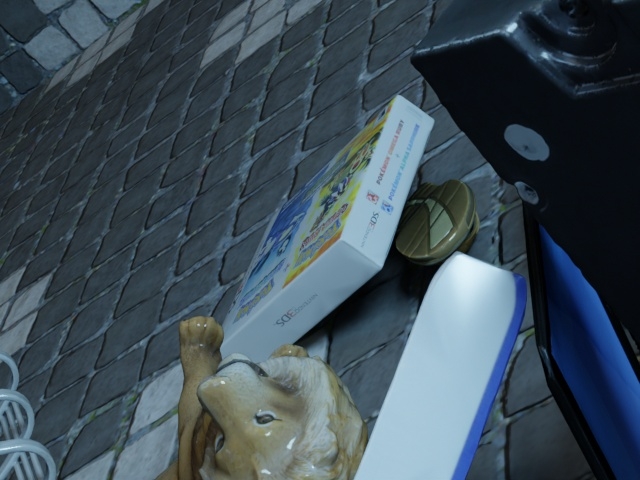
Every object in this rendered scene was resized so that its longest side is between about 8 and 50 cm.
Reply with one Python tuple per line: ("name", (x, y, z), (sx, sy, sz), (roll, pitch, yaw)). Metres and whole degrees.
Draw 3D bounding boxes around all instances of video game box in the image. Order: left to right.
("video game box", (0.000, 0.000, 1.196), (0.205, 0.048, 0.187), (-43, 20, 42))

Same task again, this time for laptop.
("laptop", (0.194, 0.019, 0.661), (0.264, 0.234, 0.136), (-40, 38, -11))

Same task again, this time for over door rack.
("over door rack", (-0.301, 0.256, 1.070), (0.324, 0.108, 0.239), (-69, 21, 6))

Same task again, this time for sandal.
("sandal", (0.093, -0.008, 1.118), (0.072, 0.049, 0.180), (-48, 8, -1))

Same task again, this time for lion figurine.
("lion figurine", (-0.101, 0.200, 0.980), (0.392, 0.142, 0.240), (-54, 24, 26))

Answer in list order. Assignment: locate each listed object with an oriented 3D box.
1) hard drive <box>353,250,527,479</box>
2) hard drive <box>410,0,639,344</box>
("hard drive", (0.030, 0.140, 0.677), (0.318, 0.040, 0.210), (84, -152, -77))
("hard drive", (0.211, 0.027, 0.469), (0.064, 0.339, 0.237), (-52, 23, -24))
